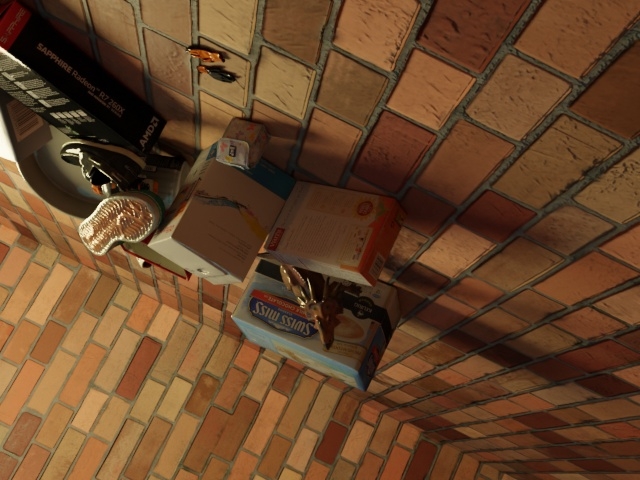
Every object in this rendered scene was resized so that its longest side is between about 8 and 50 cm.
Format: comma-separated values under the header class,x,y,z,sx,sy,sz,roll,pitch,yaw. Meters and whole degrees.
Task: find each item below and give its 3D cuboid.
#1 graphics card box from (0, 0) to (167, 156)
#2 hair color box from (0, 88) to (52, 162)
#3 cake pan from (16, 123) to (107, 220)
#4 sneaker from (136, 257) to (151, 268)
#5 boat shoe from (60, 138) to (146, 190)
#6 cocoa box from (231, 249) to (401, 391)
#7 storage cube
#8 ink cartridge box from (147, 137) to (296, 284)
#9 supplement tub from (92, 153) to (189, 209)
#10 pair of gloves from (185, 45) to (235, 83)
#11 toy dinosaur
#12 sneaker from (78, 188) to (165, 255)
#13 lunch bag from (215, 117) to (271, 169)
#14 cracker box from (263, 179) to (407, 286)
class,x,y,z,sx,sy,sz,roll,pitch,yaw
graphics card box,-0.502,-0.296,1.620,0.233,0.094,0.371,6,153,49
hair color box,-0.773,-0.314,1.820,0.374,0.113,0.185,18,134,23
cake pan,-0.562,-0.166,1.956,0.293,0.054,0.293,11,136,10
sneaker,-0.545,0.006,2.519,0.290,0.123,0.106,22,164,18
boat shoe,-0.454,-0.152,1.699,0.233,0.079,0.084,15,164,37
cocoa box,-0.005,0.189,2.087,0.347,0.228,0.231,22,162,15
storage cube,-0.349,-0.047,1.961,0.183,0.193,0.215,25,162,6
ink cartridge box,-0.195,-0.052,1.653,0.168,0.233,0.171,33,162,-19
supplement tub,-0.387,-0.132,1.821,0.190,0.117,0.117,8,161,3
pair of gloves,-0.175,-0.279,1.342,0.074,0.010,0.083,18,162,24
toy dinosaur,-0.031,0.093,1.877,0.295,0.127,0.200,43,-172,14
sneaker,-0.383,-0.057,1.713,0.302,0.121,0.108,-17,109,51
lunch bag,-0.138,-0.168,1.486,0.071,0.083,0.053,18,161,28
cracker box,0.026,-0.017,1.570,0.232,0.156,0.067,14,160,36
